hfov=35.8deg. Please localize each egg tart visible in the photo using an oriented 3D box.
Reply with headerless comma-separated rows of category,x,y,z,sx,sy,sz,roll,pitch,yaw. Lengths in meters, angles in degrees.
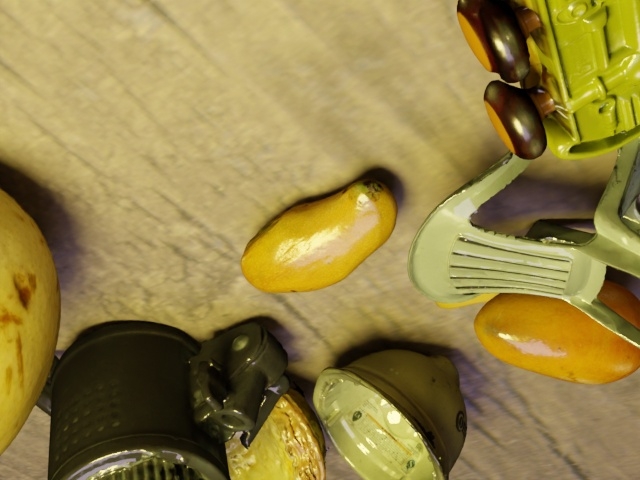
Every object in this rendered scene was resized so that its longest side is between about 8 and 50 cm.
egg tart,-0.062,0.261,1.274,0.090,0.213,0.212,-20,165,-42

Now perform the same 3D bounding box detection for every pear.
pear,-0.385,0.079,0.896,0.309,0.309,0.309,1,146,1

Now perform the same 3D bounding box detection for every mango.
mango,0.245,0.092,1.007,0.219,0.112,0.145,3,-176,-39
mango,0.000,0.000,0.952,0.190,0.075,0.098,-32,140,30

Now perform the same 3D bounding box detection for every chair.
chair,0.240,0.002,0.852,0.274,0.190,0.203,23,151,21

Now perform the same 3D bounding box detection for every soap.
soap,0.169,0.060,1.085,0.089,0.012,0.034,-11,144,19

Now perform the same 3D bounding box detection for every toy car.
toy car,0.172,-0.170,0.624,0.200,0.142,0.248,-29,144,2

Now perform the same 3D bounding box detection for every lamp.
lamp,-0.219,0.244,1.138,0.374,0.272,0.205,-19,130,27

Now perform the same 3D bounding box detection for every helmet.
helmet,0.107,0.196,1.176,0.204,0.137,0.257,45,156,9
